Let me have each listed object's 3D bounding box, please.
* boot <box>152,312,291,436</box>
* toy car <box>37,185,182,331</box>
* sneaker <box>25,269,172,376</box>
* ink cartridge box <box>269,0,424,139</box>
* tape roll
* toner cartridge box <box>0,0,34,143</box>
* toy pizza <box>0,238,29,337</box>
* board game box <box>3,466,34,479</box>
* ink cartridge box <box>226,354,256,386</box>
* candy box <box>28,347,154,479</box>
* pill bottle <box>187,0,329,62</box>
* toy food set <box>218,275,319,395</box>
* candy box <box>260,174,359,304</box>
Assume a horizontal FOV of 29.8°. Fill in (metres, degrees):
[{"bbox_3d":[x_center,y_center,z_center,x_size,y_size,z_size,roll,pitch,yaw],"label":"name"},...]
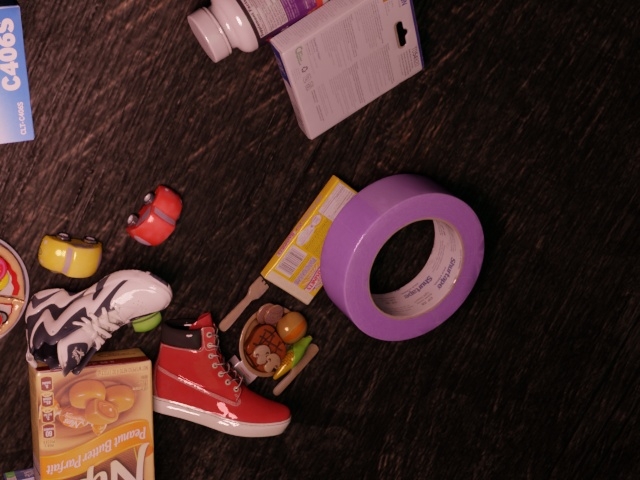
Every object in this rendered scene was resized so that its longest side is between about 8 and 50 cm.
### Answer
[{"bbox_3d":[-0.152,0.215,1.962,0.244,0.088,0.176,15,104,-2],"label":"boot"},{"bbox_3d":[-0.297,0.054,1.880,0.239,0.053,0.225,-24,119,-13],"label":"toy car"},{"bbox_3d":[-0.337,0.135,1.788,0.235,0.153,0.094,-7,135,8],"label":"sneaker"},{"bbox_3d":[0.046,-0.285,1.839,0.224,0.045,0.223,-32,148,-8],"label":"ink cartridge box"},{"bbox_3d":[0.139,0.030,2.026,0.275,0.090,0.275,-14,122,-23],"label":"tape roll"},{"bbox_3d":[-0.430,-0.250,1.515,0.075,0.348,0.165,-10,115,-18],"label":"toner cartridge box"},{"bbox_3d":[-0.536,0.081,1.798,0.201,0.032,0.201,-9,116,-20],"label":"toy pizza"},{"bbox_3d":[-0.417,0.428,2.001,0.201,0.035,0.136,-11,116,-20],"label":"board game box"},{"bbox_3d":[-0.146,0.230,2.039,0.083,0.028,0.048,-41,122,-3],"label":"ink cartridge box"},{"bbox_3d":[-0.364,0.341,1.923,0.183,0.087,0.316,-4,101,-21],"label":"candy box"},{"bbox_3d":[-0.093,-0.344,1.765,0.193,0.108,0.108,-32,121,-8],"label":"pill bottle"},{"bbox_3d":[-0.078,0.168,2.019,0.132,0.038,0.192,-49,123,-18],"label":"toy food set"},{"bbox_3d":[0.000,0.000,2.004,0.105,0.027,0.206,34,95,-36],"label":"candy box"}]
